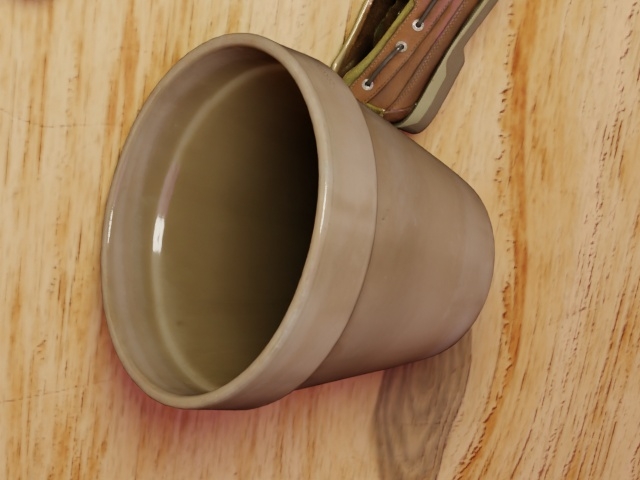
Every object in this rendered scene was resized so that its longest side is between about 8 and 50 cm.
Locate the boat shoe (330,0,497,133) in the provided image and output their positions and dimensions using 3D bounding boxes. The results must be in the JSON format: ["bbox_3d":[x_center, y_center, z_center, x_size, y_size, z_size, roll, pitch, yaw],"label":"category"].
[{"bbox_3d":[0.105,-0.249,1.153,0.104,0.111,0.307,16,105,-25],"label":"boat shoe"}]

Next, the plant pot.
[{"bbox_3d":[0.000,0.000,1.135,0.280,0.323,0.323,10,108,-40],"label":"plant pot"}]
